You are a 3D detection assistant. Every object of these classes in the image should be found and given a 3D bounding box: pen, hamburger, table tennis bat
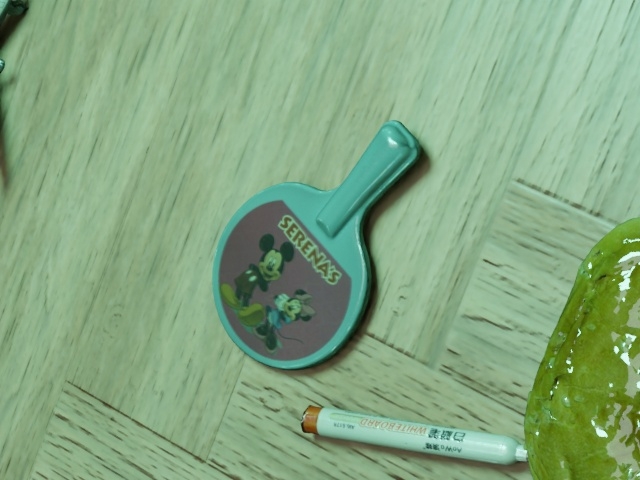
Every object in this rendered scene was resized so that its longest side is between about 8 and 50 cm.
[{"bbox_3d":[0.082,0.158,1.488,0.218,0.026,0.026,6,91,30],"label":"pen"},{"bbox_3d":[0.282,0.115,1.314,0.265,0.134,0.285,21,100,31],"label":"hamburger"},{"bbox_3d":[0.000,0.000,1.540,0.153,0.040,0.244,50,115,23],"label":"table tennis bat"}]

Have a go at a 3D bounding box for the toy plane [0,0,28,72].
[{"bbox_3d":[-0.340,-0.159,1.726,0.226,0.058,0.226,-47,62,16],"label":"toy plane"}]
